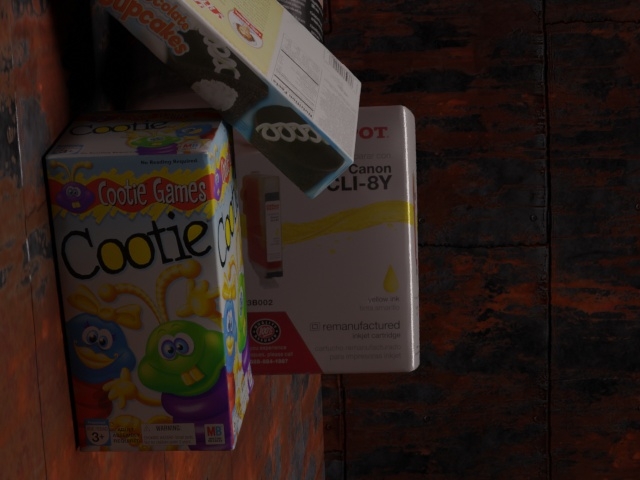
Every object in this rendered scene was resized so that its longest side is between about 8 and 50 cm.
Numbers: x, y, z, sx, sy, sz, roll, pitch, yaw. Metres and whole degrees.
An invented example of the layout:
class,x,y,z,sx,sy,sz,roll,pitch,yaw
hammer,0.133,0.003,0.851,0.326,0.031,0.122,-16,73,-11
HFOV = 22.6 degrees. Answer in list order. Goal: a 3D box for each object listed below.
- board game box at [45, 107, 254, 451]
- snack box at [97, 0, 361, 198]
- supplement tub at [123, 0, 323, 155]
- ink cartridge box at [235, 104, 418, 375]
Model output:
class,x,y,z,sx,sy,sz,roll,pitch,yaw
board game box,-0.147,0.034,1.424,0.142,0.144,0.275,-77,164,-69
snack box,-0.096,-0.197,1.442,0.322,0.060,0.187,43,22,-16
supplement tub,-0.099,-0.274,1.680,0.207,0.207,0.338,71,18,-73
ink cartridge box,0.000,0.000,2.342,0.160,0.279,0.385,13,76,-83
